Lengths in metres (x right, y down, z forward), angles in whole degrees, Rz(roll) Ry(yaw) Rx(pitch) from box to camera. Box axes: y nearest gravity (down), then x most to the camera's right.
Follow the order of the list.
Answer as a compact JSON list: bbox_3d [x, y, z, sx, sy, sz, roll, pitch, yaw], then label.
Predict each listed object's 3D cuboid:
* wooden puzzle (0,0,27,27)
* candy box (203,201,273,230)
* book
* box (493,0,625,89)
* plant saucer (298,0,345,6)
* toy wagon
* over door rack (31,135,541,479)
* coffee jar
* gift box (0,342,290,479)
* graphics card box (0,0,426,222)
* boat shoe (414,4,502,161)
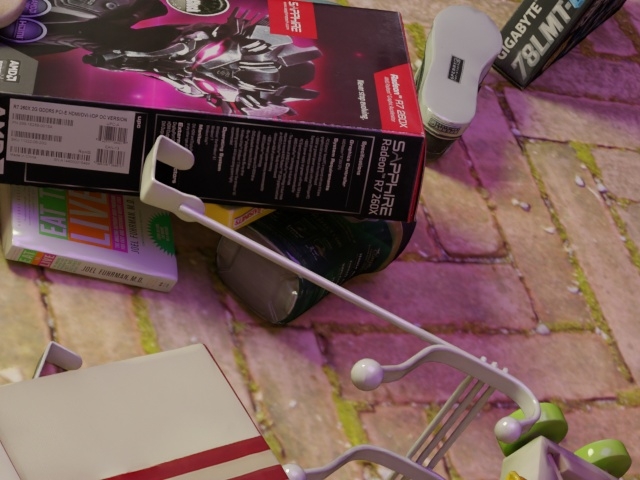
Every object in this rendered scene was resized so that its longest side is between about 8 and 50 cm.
[{"bbox_3d":[-0.419,-0.283,1.416,0.322,0.080,0.348,2,41,-15],"label":"wooden puzzle"},{"bbox_3d":[-0.124,-0.070,1.432,0.206,0.027,0.105,26,31,28],"label":"candy box"},{"bbox_3d":[-0.192,-0.011,1.380,0.144,0.035,0.096,13,45,-27],"label":"book"},{"bbox_3d":[0.336,-0.335,1.869,0.073,0.295,0.293,42,40,9],"label":"box"},{"bbox_3d":[0.021,-0.193,1.710,0.195,0.037,0.195,19,40,-17],"label":"plant saucer"},{"bbox_3d":[0.208,0.249,1.241,0.344,0.068,0.267,31,29,-49],"label":"toy wagon"},{"bbox_3d":[-0.044,0.119,1.180,0.324,0.239,0.108,34,33,0],"label":"over door rack"},{"bbox_3d":[0.000,0.000,1.458,0.096,0.079,0.184,41,39,20],"label":"coffee jar"},{"bbox_3d":[-0.145,0.234,0.977,0.258,0.255,0.276,-8,50,-42],"label":"gift box"},{"bbox_3d":[-0.104,-0.126,1.407,0.371,0.094,0.233,5,34,-6],"label":"graphics card box"},{"bbox_3d":[0.130,-0.166,1.730,0.078,0.070,0.219,27,42,-3],"label":"boat shoe"}]
